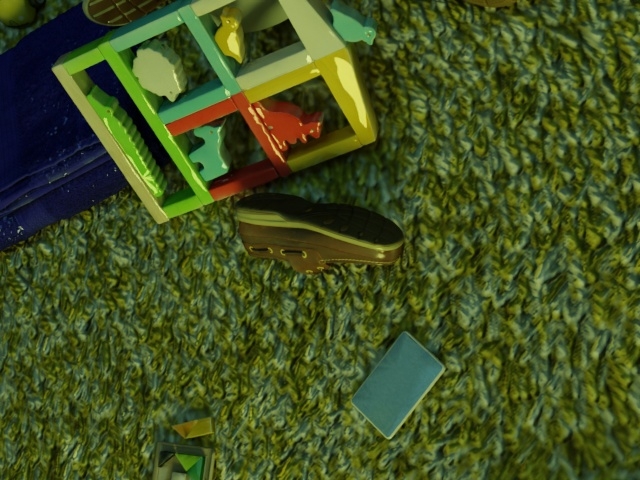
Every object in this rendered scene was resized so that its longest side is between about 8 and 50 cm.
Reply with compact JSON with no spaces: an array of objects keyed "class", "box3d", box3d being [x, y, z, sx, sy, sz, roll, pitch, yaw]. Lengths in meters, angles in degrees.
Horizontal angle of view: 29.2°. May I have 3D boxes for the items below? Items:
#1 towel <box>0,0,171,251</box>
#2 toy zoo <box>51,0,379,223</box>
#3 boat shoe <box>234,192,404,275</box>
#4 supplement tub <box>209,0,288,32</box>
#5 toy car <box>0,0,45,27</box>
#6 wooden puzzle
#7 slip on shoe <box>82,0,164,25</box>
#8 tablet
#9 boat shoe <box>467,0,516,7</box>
[{"class":"towel","box3d":[-0.309,-0.125,1.319,0.308,0.076,0.228,-24,68,24]},{"class":"toy zoo","box3d":[-0.078,-0.140,1.132,0.293,0.192,0.030,-19,29,23]},{"class":"boat shoe","box3d":[-0.001,0.000,1.123,0.178,0.064,0.060,12,115,33]},{"class":"supplement tub","box3d":[-0.114,-0.350,1.192,0.191,0.191,0.272,-44,60,14]},{"class":"toy car","box3d":[-0.327,-0.391,1.408,0.225,0.053,0.239,-35,63,19]},{"class":"wooden puzzle","box3d":[-0.134,0.226,1.167,0.078,0.014,0.116,-6,75,29]},{"class":"slip on shoe","box3d":[-0.190,-0.262,1.268,0.135,0.051,0.041,-34,39,-25]},{"class":"tablet","box3d":[0.068,0.127,1.077,0.054,0.006,0.083,42,101,31]},{"class":"boat shoe","box3d":[0.064,-0.299,1.062,0.098,0.277,0.096,-22,48,63]}]
